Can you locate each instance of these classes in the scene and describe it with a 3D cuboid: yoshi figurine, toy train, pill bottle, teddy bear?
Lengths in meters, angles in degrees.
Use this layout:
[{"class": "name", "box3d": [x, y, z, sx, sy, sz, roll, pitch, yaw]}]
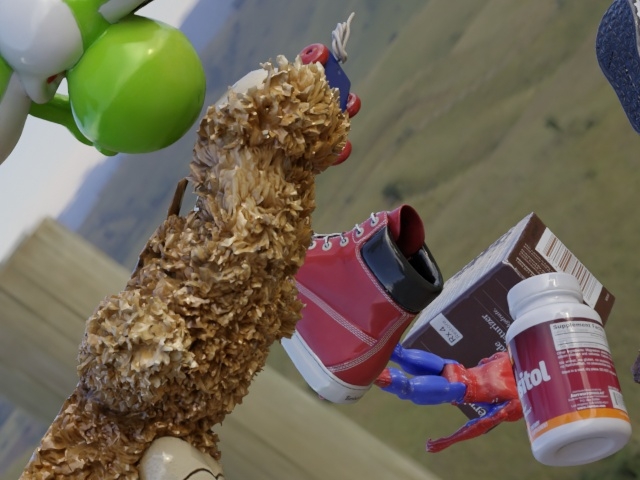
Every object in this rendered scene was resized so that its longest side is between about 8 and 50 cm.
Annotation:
[{"class": "yoshi figurine", "box3d": [-0.239, -0.094, 1.227, 0.362, 0.203, 0.203, -34, 41, 17]}, {"class": "toy train", "box3d": [-0.032, -0.186, 1.931, 0.143, 0.105, 0.248, -17, 38, 25]}, {"class": "pill bottle", "box3d": [0.207, 0.109, 1.309, 0.086, 0.086, 0.152, -48, 44, 48]}, {"class": "teddy bear", "box3d": [-0.065, 0.046, 0.938, 0.338, 0.113, 0.245, -62, -5, -17]}]

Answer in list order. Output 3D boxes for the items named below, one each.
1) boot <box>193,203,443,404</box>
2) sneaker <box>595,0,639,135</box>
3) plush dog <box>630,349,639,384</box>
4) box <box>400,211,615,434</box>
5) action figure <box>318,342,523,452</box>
[{"class": "boot", "box3d": [0.000, 0.000, 1.365, 0.088, 0.244, 0.176, -8, -42, -53]}, {"class": "sneaker", "box3d": [0.424, -0.208, 1.953, 0.084, 0.097, 0.234, -46, 45, 45]}, {"class": "plush dog", "box3d": [0.439, 0.117, 1.491, 0.262, 0.225, 0.210, -36, -7, -11]}, {"class": "box", "box3d": [0.247, 0.107, 2.001, 0.203, 0.168, 0.167, -43, 4, 31]}, {"class": "action figure", "box3d": [0.107, 0.163, 1.601, 0.139, 0.280, 0.091, -52, 37, 43]}]
